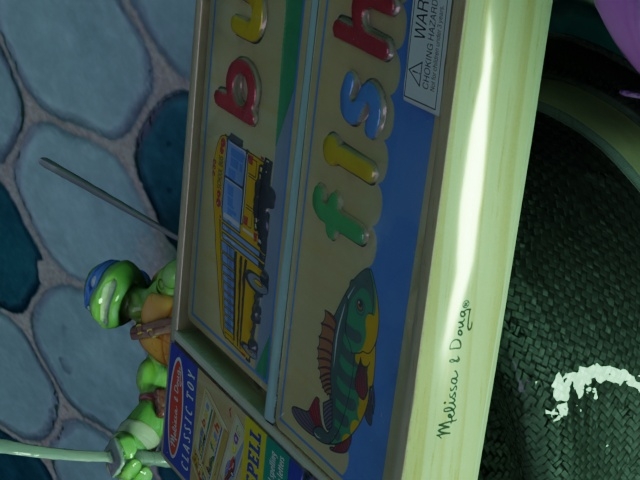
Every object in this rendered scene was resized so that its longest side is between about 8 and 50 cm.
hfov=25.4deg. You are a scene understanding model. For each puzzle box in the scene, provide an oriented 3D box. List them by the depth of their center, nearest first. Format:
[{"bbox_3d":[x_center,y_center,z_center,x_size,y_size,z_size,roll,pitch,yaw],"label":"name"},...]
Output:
[{"bbox_3d":[0.000,0.000,0.781,0.272,0.052,0.409,35,125,53],"label":"puzzle box"}]

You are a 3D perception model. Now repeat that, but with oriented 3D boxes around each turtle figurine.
[{"bbox_3d":[-0.079,0.098,1.006,0.266,0.198,0.275,20,173,11],"label":"turtle figurine"}]

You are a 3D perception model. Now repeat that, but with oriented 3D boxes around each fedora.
[{"bbox_3d":[0.117,0.054,0.823,0.334,0.152,0.334,32,135,38],"label":"fedora"}]

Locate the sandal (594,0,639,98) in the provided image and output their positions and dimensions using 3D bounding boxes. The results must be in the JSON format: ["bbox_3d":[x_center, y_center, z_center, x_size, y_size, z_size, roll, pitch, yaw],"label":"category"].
[{"bbox_3d":[0.182,-0.114,0.679,0.416,0.169,0.102,54,138,19],"label":"sandal"}]
